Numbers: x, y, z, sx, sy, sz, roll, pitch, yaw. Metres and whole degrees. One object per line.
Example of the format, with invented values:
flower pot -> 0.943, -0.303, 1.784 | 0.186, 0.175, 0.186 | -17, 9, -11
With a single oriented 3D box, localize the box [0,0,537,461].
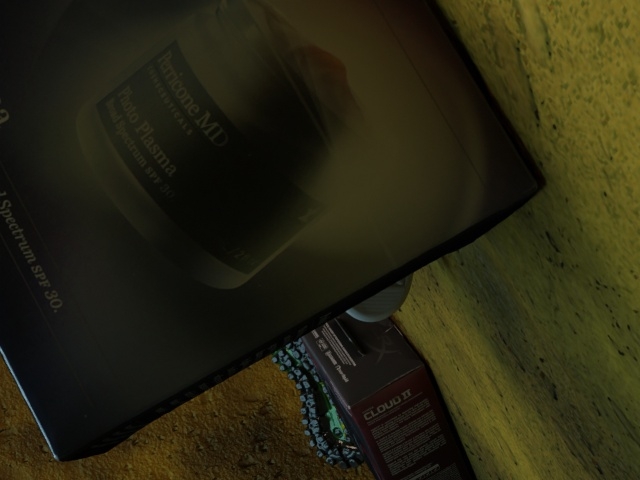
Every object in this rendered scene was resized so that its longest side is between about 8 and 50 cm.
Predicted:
box -> -0.083, -0.071, 0.615 | 0.296, 0.294, 0.183 | 60, 171, 6

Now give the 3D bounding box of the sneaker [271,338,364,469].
sneaker -> 0.009, 0.176, 1.597 | 0.146, 0.134, 0.343 | -22, -88, -56

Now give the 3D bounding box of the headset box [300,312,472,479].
headset box -> 0.078, 0.207, 1.338 | 0.218, 0.110, 0.293 | 52, 169, 54

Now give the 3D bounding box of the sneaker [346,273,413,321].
sneaker -> 0.006, -0.045, 0.905 | 0.151, 0.094, 0.255 | 123, 127, -76
